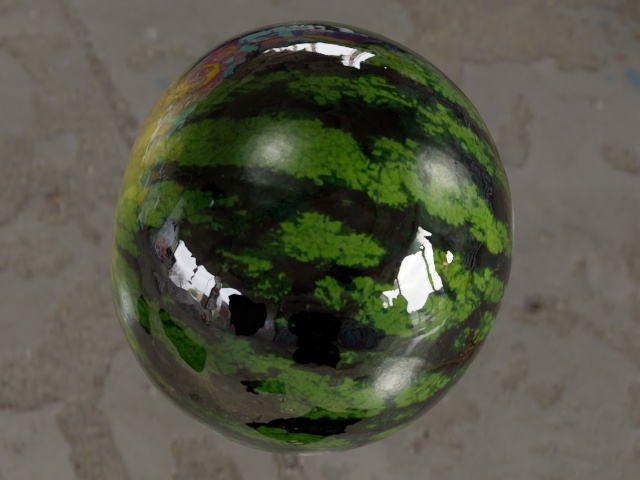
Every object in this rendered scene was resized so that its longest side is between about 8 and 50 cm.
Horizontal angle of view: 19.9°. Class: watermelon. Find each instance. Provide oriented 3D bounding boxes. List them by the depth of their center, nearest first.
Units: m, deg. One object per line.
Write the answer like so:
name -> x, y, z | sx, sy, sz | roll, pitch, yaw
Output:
watermelon -> -0.005, -0.002, 1.115 | 0.269, 0.269, 0.269 | 2, 48, -2
